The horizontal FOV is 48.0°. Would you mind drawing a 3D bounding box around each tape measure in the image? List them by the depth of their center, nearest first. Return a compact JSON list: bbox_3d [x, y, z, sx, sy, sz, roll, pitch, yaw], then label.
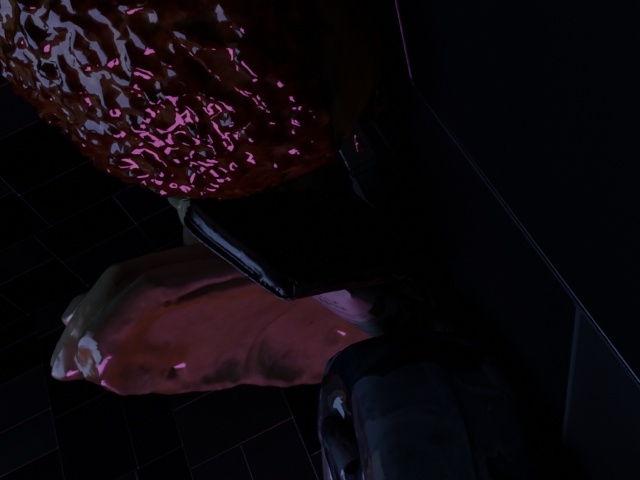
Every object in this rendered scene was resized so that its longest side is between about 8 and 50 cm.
[{"bbox_3d":[0.079,0.216,0.614,0.256,0.147,0.275,-137,44,-73],"label":"tape measure"}]

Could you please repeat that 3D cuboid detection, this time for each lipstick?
[{"bbox_3d":[0.044,-0.065,0.688,0.129,0.030,0.030,61,179,-2],"label":"lipstick"}]

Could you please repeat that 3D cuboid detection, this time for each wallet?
[{"bbox_3d":[0.000,0.000,0.579,0.122,0.031,0.232,37,-157,25],"label":"wallet"}]

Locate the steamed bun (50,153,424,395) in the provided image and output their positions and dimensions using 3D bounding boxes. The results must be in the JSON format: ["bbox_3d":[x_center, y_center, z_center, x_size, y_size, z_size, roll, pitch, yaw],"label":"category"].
[{"bbox_3d":[-0.055,0.015,0.746,0.189,0.427,0.247,58,132,34],"label":"steamed bun"}]

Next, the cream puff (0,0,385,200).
[{"bbox_3d":[-0.108,-0.167,0.467,0.351,0.228,0.350,61,177,6],"label":"cream puff"}]

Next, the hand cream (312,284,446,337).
[{"bbox_3d":[0.052,0.064,0.683,0.095,0.059,0.276,23,175,35],"label":"hand cream"}]
